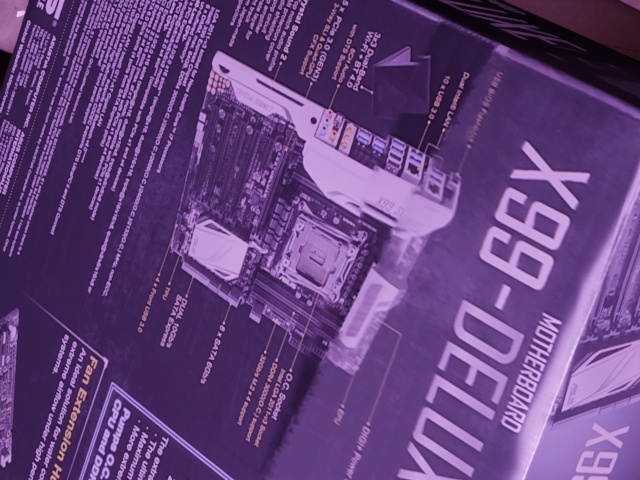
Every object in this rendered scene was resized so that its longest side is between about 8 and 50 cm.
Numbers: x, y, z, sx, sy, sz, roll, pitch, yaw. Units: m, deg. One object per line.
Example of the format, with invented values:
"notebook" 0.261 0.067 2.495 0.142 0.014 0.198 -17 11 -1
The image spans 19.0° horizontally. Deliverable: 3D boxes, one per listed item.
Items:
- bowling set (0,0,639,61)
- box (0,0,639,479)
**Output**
"bowling set" 0.000 0.000 0.687 0.287 0.154 0.200 14 97 41
"box" -0.025 0.071 0.526 0.242 0.076 0.307 31 106 45
